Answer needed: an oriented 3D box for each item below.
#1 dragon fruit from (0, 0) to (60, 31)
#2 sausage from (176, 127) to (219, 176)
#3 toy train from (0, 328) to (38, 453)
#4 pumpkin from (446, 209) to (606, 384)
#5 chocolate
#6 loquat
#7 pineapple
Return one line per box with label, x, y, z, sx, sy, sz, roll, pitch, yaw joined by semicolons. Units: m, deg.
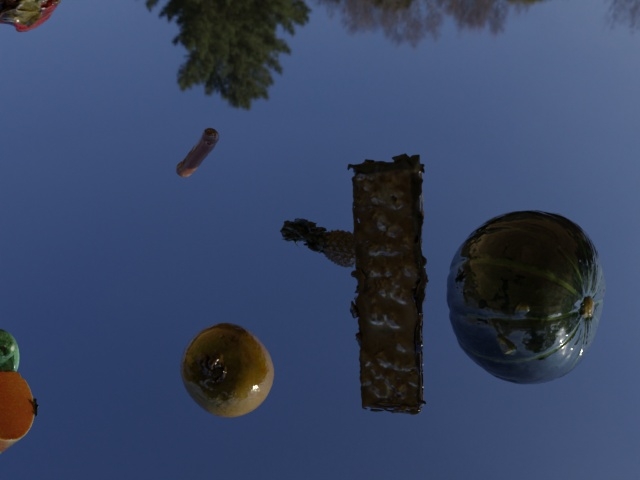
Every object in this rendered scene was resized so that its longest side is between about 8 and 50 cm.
dragon fruit;-0.320;-0.305;0.671;0.125;0.125;0.246;-21;-97;-3
sausage;-0.239;-0.173;1.411;0.036;0.158;0.042;43;-132;-6
toy train;-0.467;0.229;0.899;0.116;0.285;0.177;14;-134;-56
pumpkin;0.382;0.102;1.321;0.241;0.323;0.323;-1;-152;45
chocolate;0.092;0.055;0.927;0.102;0.329;0.065;-1;179;18
loquat;-0.147;0.203;1.131;0.137;0.163;0.163;-21;-141;14
pineapple;0.000;0.000;1.392;0.159;0.074;0.074;20;-138;1
